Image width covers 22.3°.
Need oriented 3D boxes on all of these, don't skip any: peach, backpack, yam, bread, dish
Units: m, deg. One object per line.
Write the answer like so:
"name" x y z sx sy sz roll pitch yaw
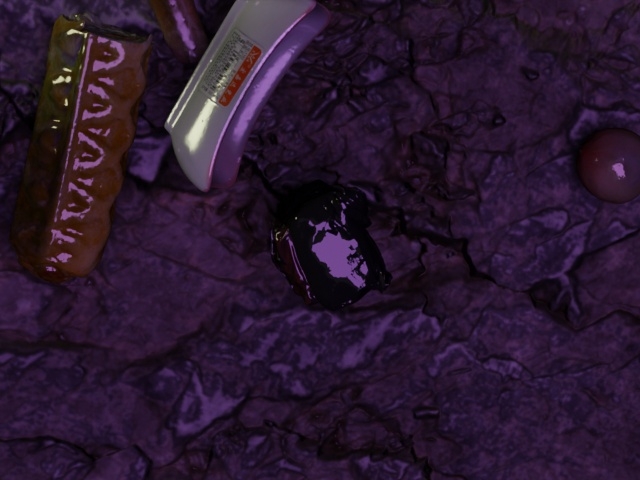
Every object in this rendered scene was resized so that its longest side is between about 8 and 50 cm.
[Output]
"peach" 0.311 -0.080 1.724 0.083 0.083 0.083 -3 105 -12
"backpack" 0.001 0.003 1.629 0.106 0.165 0.120 -24 100 -9
"yam" -0.169 -0.291 1.579 0.046 0.046 0.264 -24 107 -6
"bread" -0.238 -0.086 1.595 0.098 0.087 0.269 11 103 -18
"dish" -0.080 -0.155 1.590 0.077 0.151 0.212 31 96 4
